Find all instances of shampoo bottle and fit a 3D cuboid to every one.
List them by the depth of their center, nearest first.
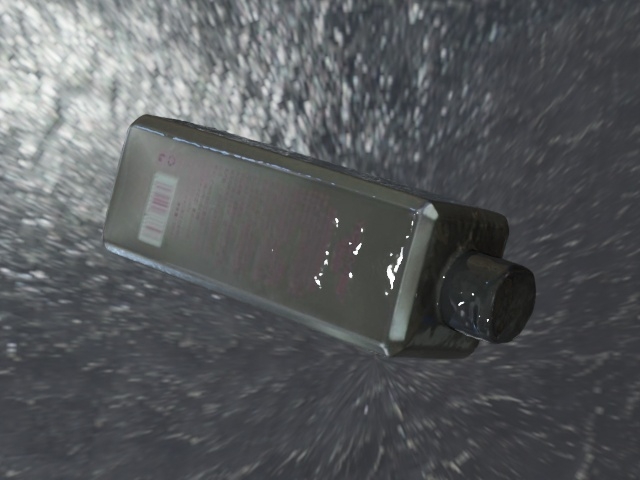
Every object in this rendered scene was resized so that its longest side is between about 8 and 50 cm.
[{"bbox_3d":[0.000,0.000,0.936,0.246,0.079,0.080,19,98,38],"label":"shampoo bottle"}]
